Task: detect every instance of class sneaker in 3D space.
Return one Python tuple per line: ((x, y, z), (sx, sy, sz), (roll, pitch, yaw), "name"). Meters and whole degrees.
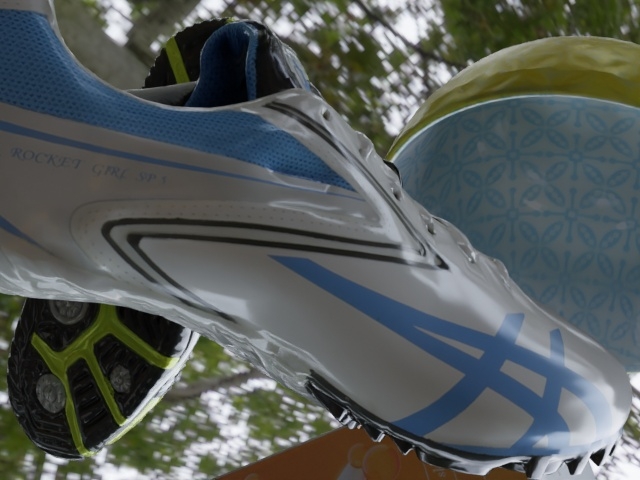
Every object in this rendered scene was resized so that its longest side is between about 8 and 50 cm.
((-0.112, 0.013, 1.250), (0.145, 0.147, 0.385), (37, -77, 22), "sneaker")
((0.000, 0.000, 0.399), (0.085, 0.237, 0.086), (21, -93, 57), "sneaker")

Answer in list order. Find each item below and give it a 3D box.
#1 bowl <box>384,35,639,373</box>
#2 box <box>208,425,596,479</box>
((0.196, -0.052, 1.142), (0.289, 0.289, 0.156), (2, -132, 20), "bowl")
((0.015, 0.247, 1.001), (0.345, 0.168, 0.215), (-25, -110, 18), "box")
